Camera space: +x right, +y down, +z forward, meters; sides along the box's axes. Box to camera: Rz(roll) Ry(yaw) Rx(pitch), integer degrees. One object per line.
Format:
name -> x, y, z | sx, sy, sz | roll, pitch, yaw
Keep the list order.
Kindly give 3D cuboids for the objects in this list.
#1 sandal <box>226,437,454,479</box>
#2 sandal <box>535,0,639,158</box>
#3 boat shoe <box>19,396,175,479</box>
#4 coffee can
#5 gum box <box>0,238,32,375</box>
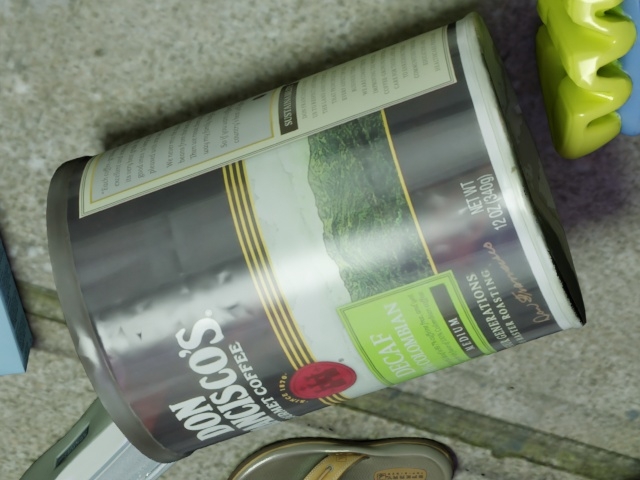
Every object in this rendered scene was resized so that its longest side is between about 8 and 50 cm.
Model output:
sandal -> 0.013, 0.189, 1.231 | 0.180, 0.049, 0.072 | -4, 126, 2
sandal -> 0.203, -0.190, 0.924 | 0.138, 0.126, 0.317 | -4, 135, -3
boat shoe -> -0.167, 0.187, 1.206 | 0.081, 0.079, 0.227 | 35, 115, -19
coffee can -> 0.000, 0.000, 0.999 | 0.275, 0.201, 0.201 | -20, 124, 12
gum box -> -0.295, 0.019, 1.102 | 0.157, 0.041, 0.184 | -7, 125, 3
